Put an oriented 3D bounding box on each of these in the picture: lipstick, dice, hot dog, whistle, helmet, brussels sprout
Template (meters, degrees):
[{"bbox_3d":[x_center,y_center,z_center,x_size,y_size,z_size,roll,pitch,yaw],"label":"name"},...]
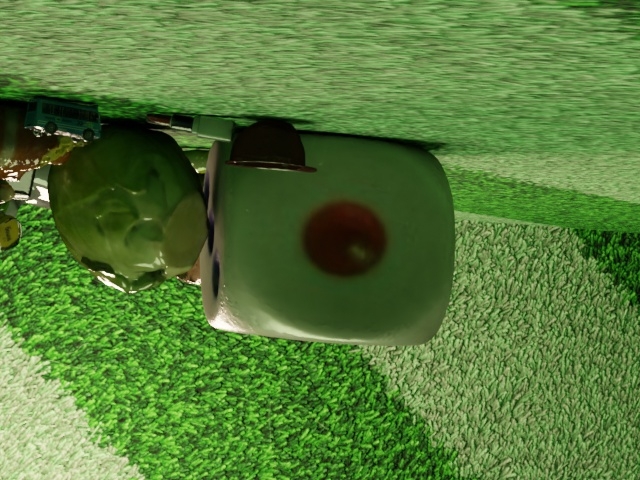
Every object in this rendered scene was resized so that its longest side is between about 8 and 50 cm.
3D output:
[{"bbox_3d":[-0.155,-0.138,1.661,0.107,0.025,0.025,11,179,2],"label":"lipstick"},{"bbox_3d":[0.000,0.000,1.900,0.304,0.276,0.304,2,178,-11],"label":"dice"},{"bbox_3d":[-0.388,-0.119,1.681,0.262,0.093,0.123,5,178,-35],"label":"hot dog"},{"bbox_3d":[-0.251,-0.124,2.179,0.198,0.057,0.104,-5,160,21],"label":"whistle"},{"bbox_3d":[-0.057,-0.114,1.657,0.111,0.057,0.089,5,175,-13],"label":"helmet"},{"bbox_3d":[-0.253,-0.043,1.846,0.244,0.244,0.244,4,179,0],"label":"brussels sprout"}]

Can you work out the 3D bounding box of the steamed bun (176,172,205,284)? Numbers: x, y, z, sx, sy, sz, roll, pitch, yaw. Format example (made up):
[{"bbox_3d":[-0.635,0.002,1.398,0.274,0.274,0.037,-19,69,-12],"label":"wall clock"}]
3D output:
[{"bbox_3d":[-0.170,-0.045,2.531,0.252,0.199,0.301,-14,-165,-24],"label":"steamed bun"}]

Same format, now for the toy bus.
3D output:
[{"bbox_3d":[-0.295,-0.139,1.604,0.083,0.046,0.038,8,177,-34],"label":"toy bus"}]

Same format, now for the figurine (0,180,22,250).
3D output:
[{"bbox_3d":[-0.478,-0.065,1.760,0.263,0.162,0.143,41,171,29],"label":"figurine"}]

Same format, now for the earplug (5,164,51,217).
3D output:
[{"bbox_3d":[-0.496,-0.078,2.137,0.214,0.175,0.326,6,-169,44],"label":"earplug"}]

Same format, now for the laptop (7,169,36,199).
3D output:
[{"bbox_3d":[-0.496,-0.113,1.960,0.197,0.135,0.016,4,-141,-20],"label":"laptop"}]
